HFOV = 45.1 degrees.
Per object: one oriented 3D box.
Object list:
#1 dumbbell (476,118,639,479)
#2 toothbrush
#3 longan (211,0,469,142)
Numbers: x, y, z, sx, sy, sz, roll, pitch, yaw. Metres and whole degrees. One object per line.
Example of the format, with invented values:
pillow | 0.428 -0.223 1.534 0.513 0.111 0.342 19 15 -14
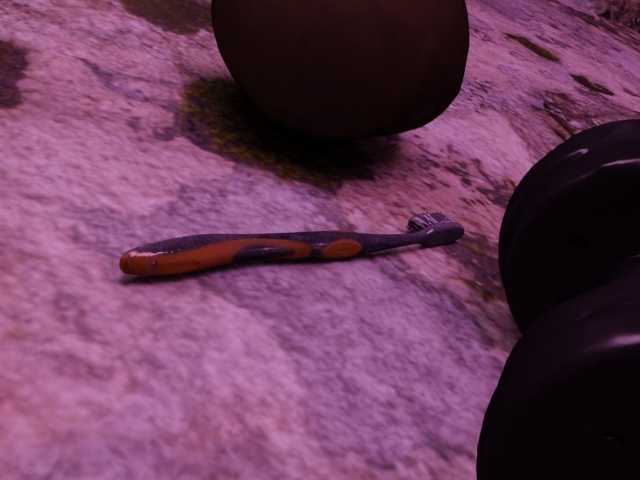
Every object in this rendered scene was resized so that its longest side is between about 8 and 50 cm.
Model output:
dumbbell | 0.188 0.057 0.437 0.185 0.185 0.388 26 29 2
toothbrush | 0.002 0.001 0.551 0.320 0.023 0.031 -7 35 -45
longan | 0.024 -0.191 0.696 0.248 0.248 0.248 18 30 -11
